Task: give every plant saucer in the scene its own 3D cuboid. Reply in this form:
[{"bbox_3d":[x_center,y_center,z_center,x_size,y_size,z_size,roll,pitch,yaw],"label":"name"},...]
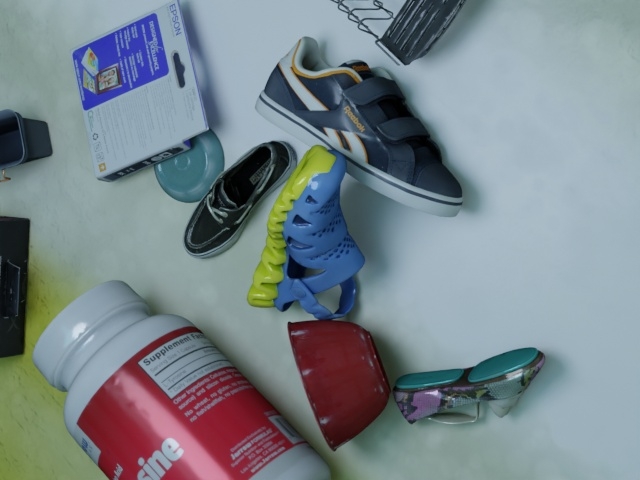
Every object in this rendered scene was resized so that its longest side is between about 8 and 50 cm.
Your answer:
[{"bbox_3d":[-0.195,-0.113,1.866,0.119,0.021,0.119,1,93,26],"label":"plant saucer"}]

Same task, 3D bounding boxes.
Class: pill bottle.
[{"bbox_3d":[-0.199,0.251,1.772,0.408,0.229,0.229,44,109,18],"label":"pill bottle"}]

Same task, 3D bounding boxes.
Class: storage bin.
[{"bbox_3d":[-0.474,-0.138,1.962,0.135,0.091,0.098,-13,87,27],"label":"storage bin"}]

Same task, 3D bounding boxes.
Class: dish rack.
[{"bbox_3d":[0.076,-0.365,1.669,0.271,0.074,0.208,48,119,29],"label":"dish rack"}]

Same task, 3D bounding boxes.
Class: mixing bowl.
[{"bbox_3d":[0.032,0.175,1.704,0.098,0.181,0.181,-21,83,3],"label":"mixing bowl"}]

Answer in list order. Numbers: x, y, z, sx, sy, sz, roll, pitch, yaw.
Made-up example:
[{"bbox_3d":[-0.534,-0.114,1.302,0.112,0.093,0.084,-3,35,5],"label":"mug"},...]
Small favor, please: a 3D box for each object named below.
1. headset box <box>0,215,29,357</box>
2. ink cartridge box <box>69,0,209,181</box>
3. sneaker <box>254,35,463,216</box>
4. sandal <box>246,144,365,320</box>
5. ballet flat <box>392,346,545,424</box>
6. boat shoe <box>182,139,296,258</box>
[{"bbox_3d":[-0.578,0.063,2.010,0.293,0.110,0.218,6,95,26],"label":"headset box"},{"bbox_3d":[-0.253,-0.214,1.864,0.208,0.045,0.206,-20,76,28],"label":"ink cartridge box"},{"bbox_3d":[0.062,-0.153,1.683,0.321,0.126,0.127,33,108,21],"label":"sneaker"},{"bbox_3d":[0.000,0.000,1.681,0.138,0.126,0.317,26,146,8],"label":"sandal"},{"bbox_3d":[0.198,0.194,1.672,0.222,0.077,0.079,-17,104,30],"label":"ballet flat"},{"bbox_3d":[-0.127,-0.059,1.809,0.078,0.070,0.219,48,111,16],"label":"boat shoe"}]
